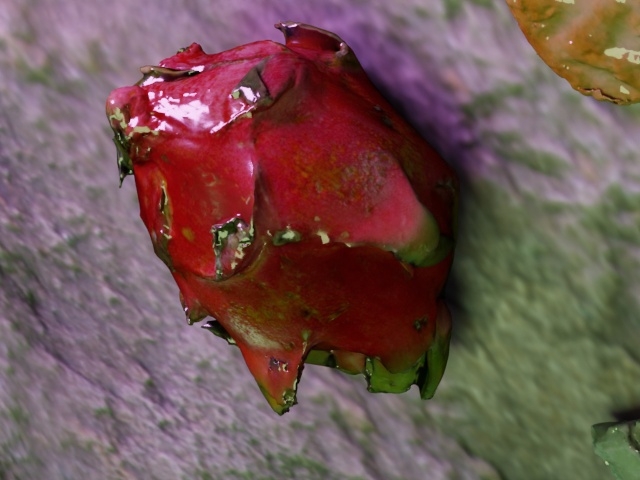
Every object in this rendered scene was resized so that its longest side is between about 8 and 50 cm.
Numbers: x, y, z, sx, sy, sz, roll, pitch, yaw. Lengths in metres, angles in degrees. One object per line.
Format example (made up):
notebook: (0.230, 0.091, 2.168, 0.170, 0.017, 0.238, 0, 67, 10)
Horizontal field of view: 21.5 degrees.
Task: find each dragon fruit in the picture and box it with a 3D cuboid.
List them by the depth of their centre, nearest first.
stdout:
dragon fruit: (-0.019, -0.001, 0.990, 0.200, 0.198, 0.269, 14, 147, 14)

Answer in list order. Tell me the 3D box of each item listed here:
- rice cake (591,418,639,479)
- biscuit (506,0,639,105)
rice cake: (0.238, 0.192, 1.054, 0.043, 0.034, 0.211, -12, 117, 53)
biscuit: (0.189, -0.140, 0.812, 0.118, 0.029, 0.247, 51, 138, -11)
